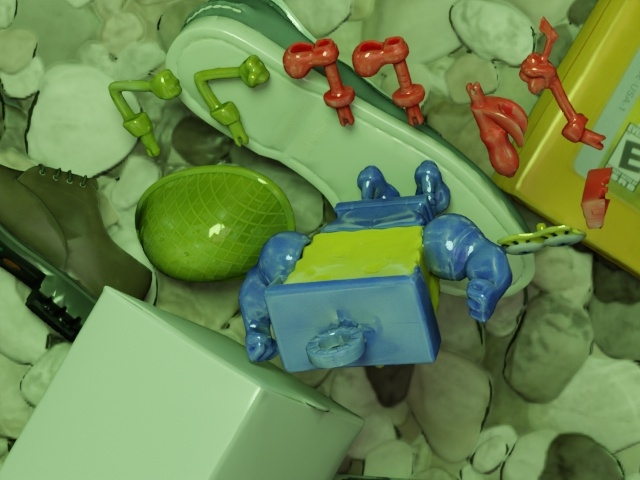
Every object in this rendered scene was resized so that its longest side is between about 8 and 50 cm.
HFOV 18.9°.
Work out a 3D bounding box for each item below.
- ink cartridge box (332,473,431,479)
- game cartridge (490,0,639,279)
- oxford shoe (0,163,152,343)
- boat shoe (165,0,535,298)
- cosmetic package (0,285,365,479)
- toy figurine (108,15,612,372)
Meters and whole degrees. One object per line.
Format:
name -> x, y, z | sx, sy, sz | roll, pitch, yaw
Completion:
ink cartridge box -> 0.039, 0.240, 1.485 | 0.150, 0.063, 0.109 | 6, 96, -14
game cartridge -> 0.332, -0.108, 1.512 | 0.285, 0.052, 0.324 | 31, 91, -14
oxford shoe -> -0.216, -0.025, 1.398 | 0.227, 0.083, 0.096 | 44, 70, -16
boat shoe -> 0.036, -0.078, 1.420 | 0.319, 0.099, 0.116 | 35, 130, -11
cosmetic package -> -0.144, 0.237, 1.357 | 0.155, 0.197, 0.366 | 29, 88, 27
toy figurine -> 0.000, 0.000, 1.285 | 0.362, 0.217, 0.191 | -4, 126, 19
